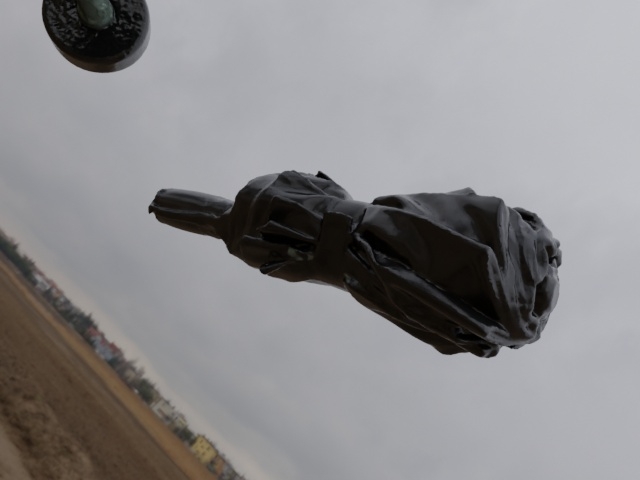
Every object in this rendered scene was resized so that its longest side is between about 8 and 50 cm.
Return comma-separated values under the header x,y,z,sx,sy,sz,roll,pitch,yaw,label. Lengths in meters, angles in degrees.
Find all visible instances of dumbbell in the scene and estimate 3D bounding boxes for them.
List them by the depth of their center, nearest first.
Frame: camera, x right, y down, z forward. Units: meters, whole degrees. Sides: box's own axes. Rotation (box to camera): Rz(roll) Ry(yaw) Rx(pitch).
x,y,z,sx,sy,sz,roll,pitch,yaw,label
-0.200,-0.223,0.492,0.100,0.100,0.191,48,-14,-6,dumbbell

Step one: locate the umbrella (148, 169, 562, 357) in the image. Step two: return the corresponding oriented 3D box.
x,y,z,sx,sy,sz,roll,pitch,yaw,label
0.000,0.000,0.431,0.340,0.118,0.118,10,-38,31,umbrella
